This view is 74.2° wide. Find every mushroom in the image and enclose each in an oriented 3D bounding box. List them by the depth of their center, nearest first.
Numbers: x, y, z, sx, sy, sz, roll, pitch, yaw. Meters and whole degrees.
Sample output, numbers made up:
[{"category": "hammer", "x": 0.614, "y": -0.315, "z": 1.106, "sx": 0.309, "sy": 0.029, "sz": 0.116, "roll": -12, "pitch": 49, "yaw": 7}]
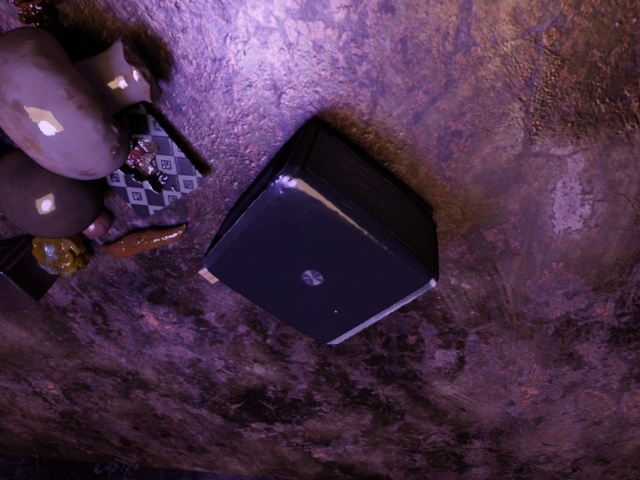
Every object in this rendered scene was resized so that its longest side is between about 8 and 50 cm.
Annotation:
[{"category": "mushroom", "x": -0.467, "y": -0.279, "z": 0.830, "sx": 0.290, "sy": 0.297, "sz": 0.298, "roll": -35, "pitch": 127, "yaw": -13}]

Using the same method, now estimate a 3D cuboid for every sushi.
[{"category": "sushi", "x": -0.420, "y": -0.188, "z": 1.020, "sx": 0.231, "sy": 0.047, "sz": 0.220, "roll": -24, "pitch": 118, "yaw": 23}]

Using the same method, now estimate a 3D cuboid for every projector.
[{"category": "projector", "x": 0.000, "y": 0.000, "z": 0.977, "sx": 0.405, "sy": 0.242, "sz": 0.395, "roll": 35, "pitch": 131, "yaw": -17}]

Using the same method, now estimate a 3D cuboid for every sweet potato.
[{"category": "sweet potato", "x": -0.509, "y": 0.002, "z": 1.192, "sx": 0.314, "sy": 0.066, "sz": 0.072, "roll": -16, "pitch": 167, "yaw": 22}]

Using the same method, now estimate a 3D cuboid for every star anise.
[{"category": "star anise", "x": -0.520, "y": -0.453, "z": 0.779, "sx": 0.190, "sy": 0.070, "sz": 0.097, "roll": -15, "pitch": 117, "yaw": 38}]

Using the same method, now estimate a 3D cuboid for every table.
[{"category": "table", "x": -0.931, "y": 0.098, "z": 1.287, "sx": 0.193, "sy": 0.169, "sz": 0.173, "roll": -8, "pitch": 129, "yaw": 18}]

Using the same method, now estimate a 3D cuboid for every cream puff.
[{"category": "cream puff", "x": -0.751, "y": 0.029, "z": 1.241, "sx": 0.146, "sy": 0.116, "sz": 0.146, "roll": 3, "pitch": 102, "yaw": 13}]

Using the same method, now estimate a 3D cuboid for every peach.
[{"category": "peach", "x": -0.618, "y": -0.049, "z": 1.157, "sx": 0.083, "sy": 0.083, "sz": 0.083, "roll": 5, "pitch": 132, "yaw": 6}]

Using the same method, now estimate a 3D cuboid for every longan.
[{"category": "longan", "x": -0.642, "y": -0.117, "z": 1.006, "sx": 0.248, "sy": 0.248, "sz": 0.248, "roll": 5, "pitch": 132, "yaw": 6}]

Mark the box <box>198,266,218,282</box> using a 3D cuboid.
[{"category": "box", "x": -0.315, "y": 0.092, "z": 1.268, "sx": 0.093, "sy": 0.015, "sz": 0.058, "roll": -27, "pitch": 120, "yaw": 31}]

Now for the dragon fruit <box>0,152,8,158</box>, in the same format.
[{"category": "dragon fruit", "x": -0.873, "y": -0.185, "z": 1.049, "sx": 0.211, "sy": 0.134, "sz": 0.262, "roll": 8, "pitch": 98, "yaw": -15}]
